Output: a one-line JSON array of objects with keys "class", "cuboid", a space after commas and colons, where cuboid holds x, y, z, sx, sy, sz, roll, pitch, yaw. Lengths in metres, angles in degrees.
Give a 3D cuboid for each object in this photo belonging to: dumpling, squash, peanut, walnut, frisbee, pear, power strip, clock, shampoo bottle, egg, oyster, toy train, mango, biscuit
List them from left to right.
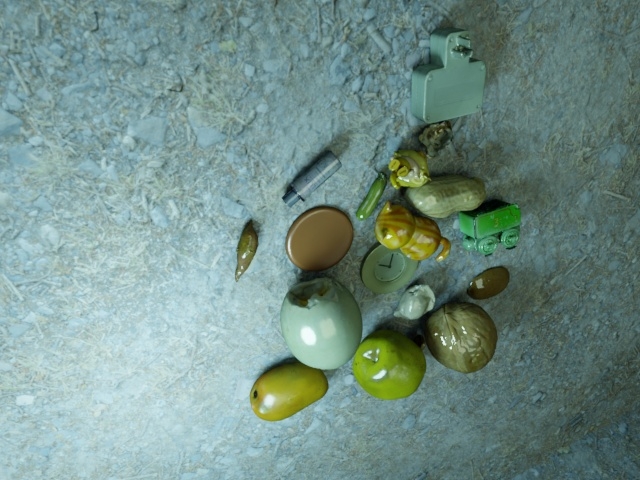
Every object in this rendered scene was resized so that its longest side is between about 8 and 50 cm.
[{"class": "mango", "cuboid": [-0.114, 0.566, 1.759, 0.317, 0.173, 0.211, -10, 120, -26]}, {"class": "shampoo bottle", "cuboid": [-0.029, -0.188, 1.453, 0.214, 0.072, 0.072, -41, 124, 3]}, {"class": "frisbee", "cuboid": [0.000, 0.000, 1.596, 0.251, 0.021, 0.251, -9, 118, -18]}, {"class": "egg", "cuboid": [0.008, 0.300, 1.602, 0.278, 0.278, 0.336, -19, 119, -13]}, {"class": "squash", "cuboid": [0.177, -0.146, 1.577, 0.052, 0.052, 0.183, 23, 102, -31]}, {"class": "pear", "cuboid": [0.269, 0.489, 1.823, 0.294, 0.294, 0.294, -10, 119, -18]}, {"class": "clock", "cuboid": [0.259, 0.096, 1.753, 0.235, 0.029, 0.235, -9, 119, -16]}, {"class": "dumpling", "cuboid": [0.378, 0.249, 1.835, 0.136, 0.118, 0.199, 22, 127, -28]}, {"class": "biscuit", "cuboid": [0.406, 0.471, 1.954, 0.025, 0.126, 0.206, 11, 124, 0]}, {"class": "oyster", "cuboid": [0.389, -0.344, 1.552, 0.148, 0.051, 0.103, -37, 89, -10]}, {"class": "peanut", "cuboid": [0.442, -0.156, 1.624, 0.313, 0.152, 0.152, -11, 120, -22]}, {"class": "power strip", "cuboid": [0.411, -0.508, 1.433, 0.229, 0.141, 0.261, -16, 124, -16]}, {"class": "walnut", "cuboid": [0.571, 0.389, 1.899, 0.252, 0.277, 0.313, -53, 124, -28]}, {"class": "toy train", "cuboid": [0.652, -0.054, 1.781, 0.243, 0.132, 0.188, -16, 113, -14]}]

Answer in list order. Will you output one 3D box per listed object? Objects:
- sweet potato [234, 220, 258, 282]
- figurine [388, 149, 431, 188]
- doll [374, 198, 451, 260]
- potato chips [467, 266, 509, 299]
[{"class": "sweet potato", "cuboid": [-0.242, 0.048, 1.492, 0.068, 0.068, 0.226, 6, 114, -26]}, {"class": "figurine", "cuboid": [0.278, -0.229, 1.494, 0.131, 0.156, 0.246, -52, 164, 23]}, {"class": "doll", "cuboid": [0.301, -0.028, 1.613, 0.269, 0.162, 0.167, 15, 70, -26]}, {"class": "potato chips", "cuboid": [0.726, 0.192, 1.987, 0.201, 0.049, 0.150, -9, 114, -12]}]
